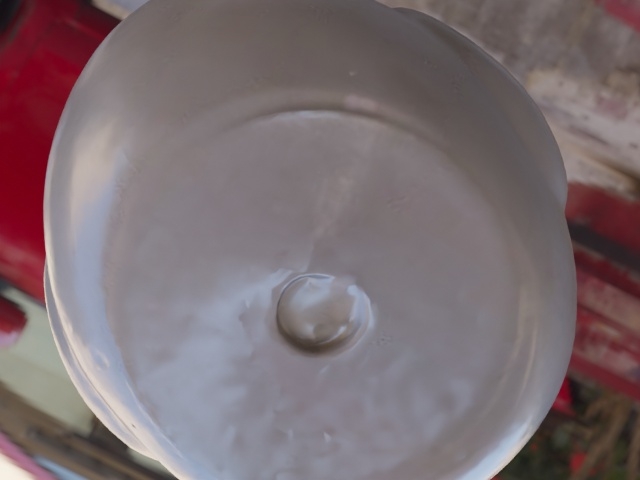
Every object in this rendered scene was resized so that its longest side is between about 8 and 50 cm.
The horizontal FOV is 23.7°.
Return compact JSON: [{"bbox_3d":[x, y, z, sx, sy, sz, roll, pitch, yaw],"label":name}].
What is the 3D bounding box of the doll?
[{"bbox_3d":[0.000,0.000,0.642,0.251,0.221,0.221,51,171,-19],"label":"doll"}]
